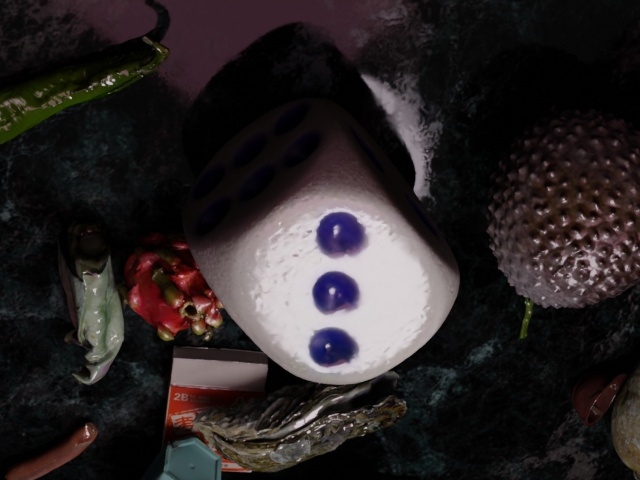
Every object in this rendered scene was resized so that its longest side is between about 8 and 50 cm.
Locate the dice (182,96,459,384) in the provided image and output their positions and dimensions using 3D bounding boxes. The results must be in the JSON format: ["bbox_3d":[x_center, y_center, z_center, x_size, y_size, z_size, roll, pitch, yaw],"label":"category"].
[{"bbox_3d":[0.000,0.000,1.557,0.277,0.304,0.304,-37,117,13],"label":"dice"}]

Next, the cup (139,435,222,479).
[{"bbox_3d":[-0.248,0.428,1.844,0.134,0.148,0.235,-7,139,-42],"label":"cup"}]

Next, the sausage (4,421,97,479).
[{"bbox_3d":[-0.442,0.353,1.853,0.177,0.040,0.047,-30,110,9],"label":"sausage"}]

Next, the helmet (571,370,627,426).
[{"bbox_3d":[0.462,0.254,1.902,0.089,0.057,0.111,18,107,-55],"label":"helmet"}]

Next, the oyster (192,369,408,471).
[{"bbox_3d":[-0.027,0.281,1.788,0.351,0.158,0.162,-8,129,-11],"label":"oyster"}]

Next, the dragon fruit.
[{"bbox_3d":[-0.213,0.074,1.645,0.160,0.172,0.166,-16,117,-8],"label":"dragon fruit"}]

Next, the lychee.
[{"bbox_3d":[0.363,-0.040,1.598,0.300,0.300,0.300,-3,120,-5],"label":"lychee"}]

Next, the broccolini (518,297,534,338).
[{"bbox_3d":[0.341,0.104,1.815,0.030,0.035,0.140,5,120,-6],"label":"broccolini"}]

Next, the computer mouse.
[{"bbox_3d":[0.068,0.467,1.961,0.264,0.088,0.147,17,118,-19],"label":"computer mouse"}]

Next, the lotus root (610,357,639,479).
[{"bbox_3d":[0.586,0.255,1.861,0.175,0.175,0.349,9,116,-12],"label":"lotus root"}]

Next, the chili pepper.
[{"bbox_3d":[-0.365,-0.200,1.533,0.359,0.076,0.085,-23,139,11],"label":"chili pepper"}]

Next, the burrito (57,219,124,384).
[{"bbox_3d":[-0.341,0.097,1.675,0.089,0.144,0.229,-8,126,-14],"label":"burrito"}]

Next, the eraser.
[{"bbox_3d":[-0.176,0.280,1.847,0.157,0.038,0.230,5,119,-10],"label":"eraser"}]
